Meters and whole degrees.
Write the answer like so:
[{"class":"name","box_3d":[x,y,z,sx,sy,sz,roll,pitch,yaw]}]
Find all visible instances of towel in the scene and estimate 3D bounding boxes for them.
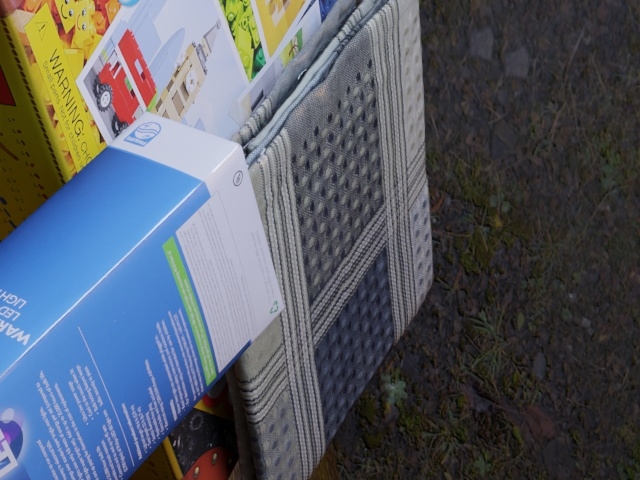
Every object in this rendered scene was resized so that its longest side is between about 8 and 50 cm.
[{"class":"towel","box_3d":[0.000,0.000,1.115,0.312,0.056,0.324,-53,149,-43]}]

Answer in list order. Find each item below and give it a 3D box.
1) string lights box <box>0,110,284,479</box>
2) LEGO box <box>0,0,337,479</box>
[{"class":"string lights box","box_3d":[-0.134,0.064,0.823,0.260,0.077,0.133,-46,142,-32]},{"class":"LEGO box","box_3d":[-0.137,-0.115,1.040,0.500,0.193,0.372,77,32,-44]}]
